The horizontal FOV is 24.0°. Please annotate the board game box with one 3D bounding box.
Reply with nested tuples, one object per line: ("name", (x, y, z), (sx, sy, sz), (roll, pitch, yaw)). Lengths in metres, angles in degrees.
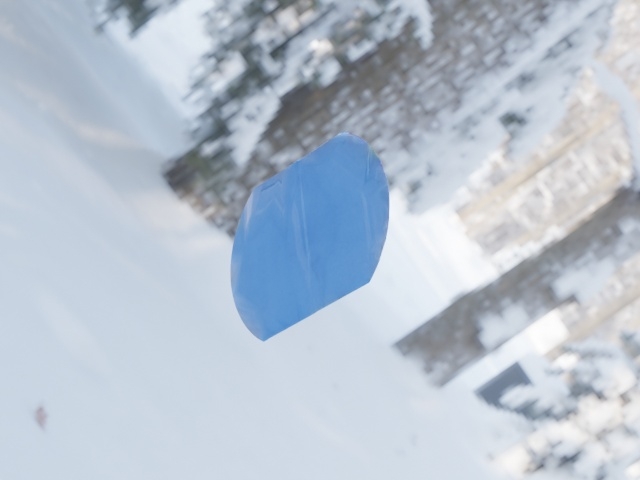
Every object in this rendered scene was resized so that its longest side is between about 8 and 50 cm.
("board game box", (0.000, 0.000, 1.130), (0.033, 0.169, 0.133), (23, 49, -40))
